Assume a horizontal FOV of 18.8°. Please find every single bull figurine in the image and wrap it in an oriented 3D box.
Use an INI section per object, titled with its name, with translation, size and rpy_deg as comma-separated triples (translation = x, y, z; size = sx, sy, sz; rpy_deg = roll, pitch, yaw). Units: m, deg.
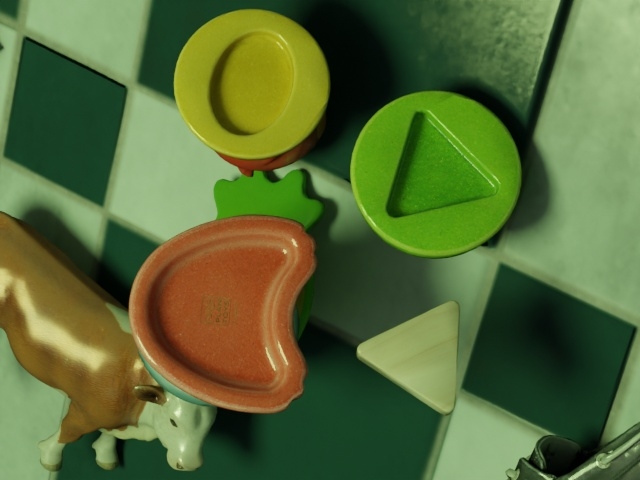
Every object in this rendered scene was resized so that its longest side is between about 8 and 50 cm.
[bull figurine]
translation = -0.218, 0.109, 1.735
size = 0.310, 0.101, 0.188
rpy_deg = 44, 125, 13

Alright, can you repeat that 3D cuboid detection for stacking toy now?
[stacking toy]
translation = 0.000, 0.000, 1.522
size = 0.279, 0.130, 0.309
rpy_deg = 14, 77, 2

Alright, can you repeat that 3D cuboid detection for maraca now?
[maraca]
translation = -0.059, 0.026, 1.614
size = 0.127, 0.099, 0.185
rpy_deg = 13, 86, 24

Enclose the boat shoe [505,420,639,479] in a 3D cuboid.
[boat shoe]
translation = 0.189, 0.202, 1.500
size = 0.301, 0.108, 0.102
rpy_deg = -33, 86, 33
